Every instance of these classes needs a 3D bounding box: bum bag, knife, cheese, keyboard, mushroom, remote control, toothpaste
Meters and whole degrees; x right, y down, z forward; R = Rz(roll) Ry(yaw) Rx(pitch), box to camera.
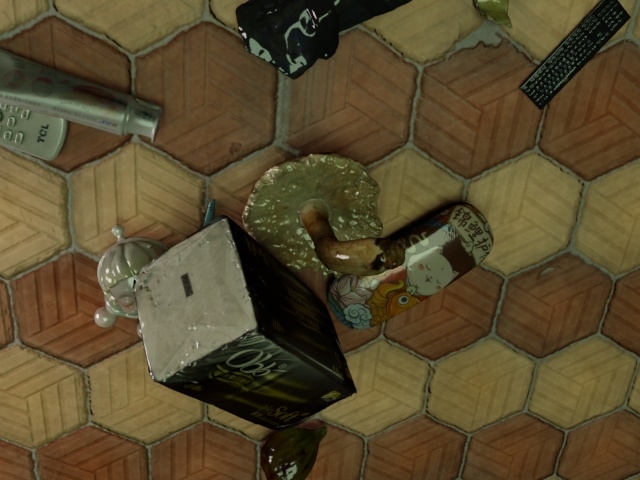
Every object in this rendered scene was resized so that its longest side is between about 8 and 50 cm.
[{"bbox_3d":[0.025,-0.362,0.903,0.309,0.074,0.137,-32,104,8],"label":"bum bag"},{"bbox_3d":[-0.196,-0.031,1.065,0.014,0.005,0.091,13,112,-11],"label":"knife"},{"bbox_3d":[0.270,-0.368,0.945,0.060,0.041,0.084,-8,100,-11],"label":"cheese"},{"bbox_3d":[0.418,-0.309,1.005,0.063,0.010,0.198,36,106,-22],"label":"keyboard"},{"bbox_3d":[-0.010,-0.033,0.940,0.232,0.302,0.208,-17,89,1],"label":"mushroom"},{"bbox_3d":[-0.491,-0.193,0.944,0.189,0.029,0.088,21,111,-16],"label":"remote control"},{"bbox_3d":[-0.405,-0.223,0.918,0.322,0.066,0.100,16,70,-14],"label":"toothpaste"}]

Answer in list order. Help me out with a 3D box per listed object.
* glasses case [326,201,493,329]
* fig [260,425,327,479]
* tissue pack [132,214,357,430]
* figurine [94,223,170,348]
[{"bbox_3d":[0.159,0.048,1.100,0.320,0.082,0.122,-32,112,8],"label":"glasses case"},{"bbox_3d":[-0.048,0.434,1.246,0.154,0.103,0.109,-27,92,-9],"label":"fig"},{"bbox_3d":[-0.114,0.150,0.967,0.198,0.210,0.370,-26,146,12],"label":"tissue pack"},{"bbox_3d":[-0.284,0.091,1.049,0.181,0.145,0.257,-7,119,19],"label":"figurine"}]
